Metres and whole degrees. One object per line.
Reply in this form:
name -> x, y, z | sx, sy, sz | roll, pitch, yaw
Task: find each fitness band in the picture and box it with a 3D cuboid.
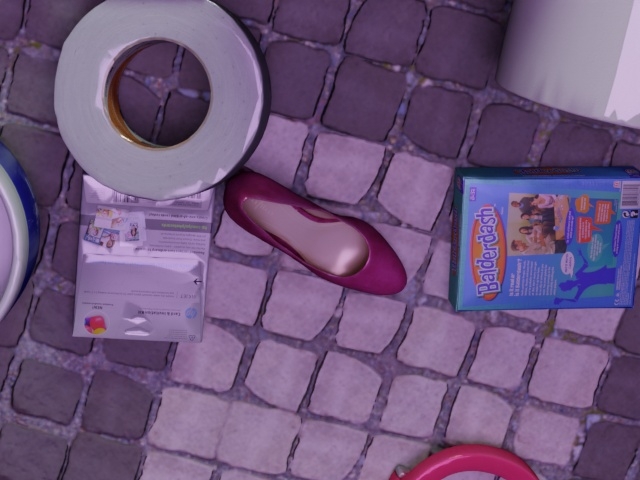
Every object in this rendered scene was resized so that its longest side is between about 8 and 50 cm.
fitness band -> 0.152, 0.374, 1.885 | 0.209, 0.054, 0.291 | 21, 104, -16

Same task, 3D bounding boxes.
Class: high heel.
high heel -> 0.000, 0.000, 1.709 | 0.244, 0.117, 0.082 | 38, 98, -17

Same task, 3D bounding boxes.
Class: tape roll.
tape roll -> 0.316, -0.220, 1.619 | 0.246, 0.246, 0.169 | 9, 106, -10
tape roll -> -0.163, -0.151, 1.632 | 0.219, 0.072, 0.219 | 0, 94, 5

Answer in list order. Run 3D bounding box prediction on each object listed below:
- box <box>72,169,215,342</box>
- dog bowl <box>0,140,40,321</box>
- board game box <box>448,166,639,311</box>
box -> -0.195, 0.017, 1.729 | 0.145, 0.038, 0.186 | 3, 106, -8
dog bowl -> -0.428, -0.005, 1.631 | 0.265, 0.104, 0.265 | 0, 102, 2
board game box -> 0.254, -0.002, 1.781 | 0.210, 0.047, 0.160 | 0, 108, -8
